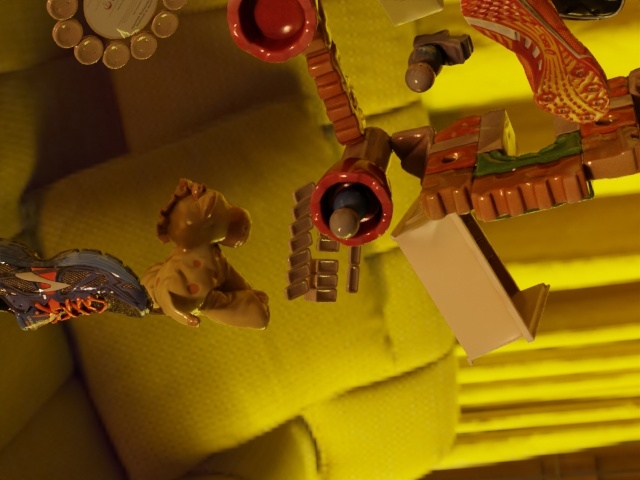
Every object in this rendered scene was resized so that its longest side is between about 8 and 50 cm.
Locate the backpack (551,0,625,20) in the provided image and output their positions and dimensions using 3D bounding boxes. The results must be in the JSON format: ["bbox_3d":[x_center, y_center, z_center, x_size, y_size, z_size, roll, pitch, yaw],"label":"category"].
[{"bbox_3d":[0.341,-0.460,1.694,0.191,0.254,0.225,-92,-177,-64],"label":"backpack"}]

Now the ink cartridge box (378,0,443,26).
[{"bbox_3d":[0.070,-0.351,1.231,0.198,0.067,0.115,49,35,-45],"label":"ink cartridge box"}]

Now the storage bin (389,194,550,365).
[{"bbox_3d":[0.262,0.033,1.875,0.262,0.123,0.260,57,26,-8],"label":"storage bin"}]

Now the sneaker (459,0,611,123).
[{"bbox_3d":[0.177,-0.160,0.867,0.175,0.064,0.067,45,44,-29],"label":"sneaker"}]

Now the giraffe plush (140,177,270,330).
[{"bbox_3d":[-0.153,0.011,1.403,0.210,0.181,0.170,6,97,-55],"label":"giraffe plush"}]

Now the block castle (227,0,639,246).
[{"bbox_3d":[0.170,-0.178,1.049,0.213,0.453,0.303,-72,144,-59],"label":"block castle"}]

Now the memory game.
[{"bbox_3d":[-0.243,-0.293,1.340,0.012,0.186,0.186,45,-16,40],"label":"memory game"}]

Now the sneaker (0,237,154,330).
[{"bbox_3d":[-0.281,0.059,1.160,0.083,0.221,0.087,76,23,-57],"label":"sneaker"}]

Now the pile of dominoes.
[{"bbox_3d":[0.000,0.000,2.242,0.196,0.040,0.251,2,93,-41],"label":"pile of dominoes"}]
